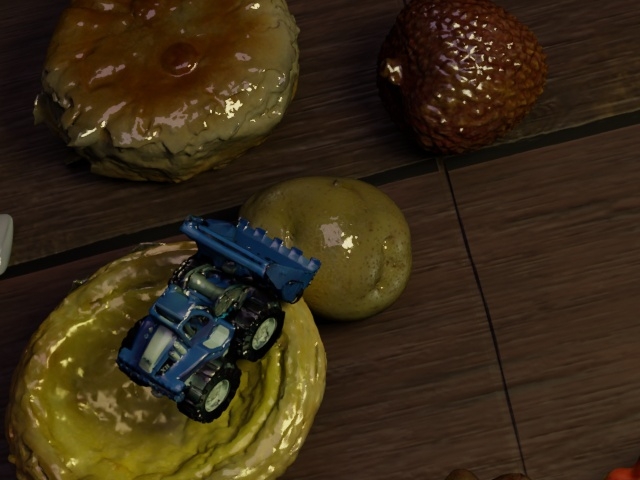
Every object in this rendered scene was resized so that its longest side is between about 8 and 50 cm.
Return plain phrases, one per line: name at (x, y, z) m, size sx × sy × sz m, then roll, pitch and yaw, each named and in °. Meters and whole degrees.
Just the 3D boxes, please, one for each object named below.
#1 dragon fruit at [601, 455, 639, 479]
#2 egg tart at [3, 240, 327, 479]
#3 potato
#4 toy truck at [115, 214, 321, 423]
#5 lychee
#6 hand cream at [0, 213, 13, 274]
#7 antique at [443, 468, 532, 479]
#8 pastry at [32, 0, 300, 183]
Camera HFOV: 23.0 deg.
dragon fruit at (0.383, 0.244, 1.453) m, size 0.227 × 0.224 × 0.224 m, roll -9°, pitch 59°, yaw -16°
egg tart at (-0.158, 0.166, 1.639) m, size 0.345 × 0.132 × 0.345 m, roll -5°, pitch 62°, yaw 9°
potato at (0.000, 0.000, 1.704) m, size 0.194 × 0.157 × 0.157 m, roll 20°, pitch 67°, yaw 37°
toy truck at (-0.106, 0.061, 1.538) m, size 0.113 × 0.126 × 0.208 m, roll 28°, pitch 70°, yaw 25°
lychee at (0.152, -0.189, 1.747) m, size 0.194 × 0.194 × 0.194 m, roll -4°, pitch 61°, yaw 8°
hand cream at (-0.483, 0.005, 1.838) m, size 0.255 × 0.048 × 0.079 m, roll 0°, pitch 67°, yaw 8°
antique at (0.128, 0.334, 1.505) m, size 0.143 × 0.121 × 0.257 m, roll 33°, pitch 73°, yaw 17°
pastry at (-0.169, -0.204, 1.838) m, size 0.329 × 0.136 × 0.330 m, roll -5°, pitch 60°, yaw 8°
